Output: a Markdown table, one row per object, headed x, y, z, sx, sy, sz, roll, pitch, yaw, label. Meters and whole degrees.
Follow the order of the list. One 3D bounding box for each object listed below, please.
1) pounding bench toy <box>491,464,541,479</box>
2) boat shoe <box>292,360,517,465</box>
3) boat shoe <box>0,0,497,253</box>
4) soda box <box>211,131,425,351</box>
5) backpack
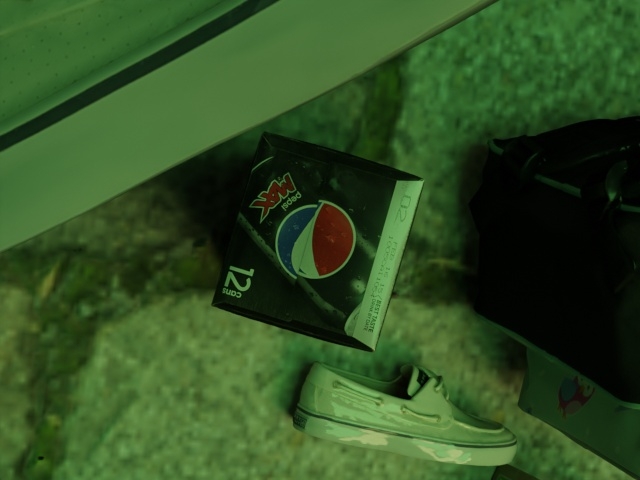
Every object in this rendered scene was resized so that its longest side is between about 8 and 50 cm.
| x | y | z | sx | sy | sz | roll | pitch | yaw | label |
| --- | --- | --- | --- | --- | --- | --- | --- | --- | --- |
| 0.096 | 0.149 | 0.731 | 0.065 | 0.052 | 0.083 | 28 | 85 | -26 | pounding bench toy |
| 0.038 | 0.068 | 0.704 | 0.100 | 0.035 | 0.035 | 12 | 95 | -19 | boat shoe |
| -0.011 | -0.129 | 0.535 | 0.367 | 0.136 | 0.156 | -25 | 97 | 25 | boat shoe |
| 0.000 | 0.000 | 0.600 | 0.053 | 0.169 | 0.060 | 16 | 91 | 1 | soda box |
| 0.172 | 0.022 | 0.685 | 0.188 | 0.166 | 0.144 | -8 | 102 | -20 | backpack |
